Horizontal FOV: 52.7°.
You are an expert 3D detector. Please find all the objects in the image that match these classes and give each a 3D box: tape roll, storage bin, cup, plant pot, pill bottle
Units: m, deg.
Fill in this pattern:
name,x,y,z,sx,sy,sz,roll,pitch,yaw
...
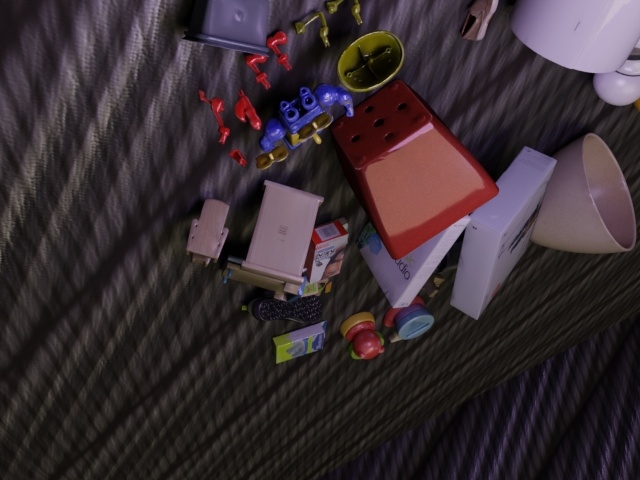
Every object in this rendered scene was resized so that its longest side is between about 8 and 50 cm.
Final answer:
name,x,y,z,sx,sy,sz,roll,pitch,yaw
tape roll,0.506,-0.457,1.229,0.246,0.246,0.169,-10,143,-24
storage bin,-0.149,-0.358,1.052,0.135,0.098,0.091,2,108,-35
cup,0.690,-0.101,1.794,0.237,0.331,0.331,-21,156,41
plant pot,0.170,-0.173,1.373,0.267,0.267,0.236,-34,133,9
pill bottle,0.351,0.026,1.847,0.219,0.123,0.123,-12,142,-21

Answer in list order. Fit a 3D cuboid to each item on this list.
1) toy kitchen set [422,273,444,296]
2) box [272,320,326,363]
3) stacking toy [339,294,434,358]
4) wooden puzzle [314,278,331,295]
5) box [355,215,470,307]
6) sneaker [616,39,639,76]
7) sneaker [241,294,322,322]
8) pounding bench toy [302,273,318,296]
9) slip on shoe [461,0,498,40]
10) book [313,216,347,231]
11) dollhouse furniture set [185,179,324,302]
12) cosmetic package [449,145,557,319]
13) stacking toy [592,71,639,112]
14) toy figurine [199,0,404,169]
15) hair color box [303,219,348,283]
name,x,y,z,sx,sy,sz,roll,pitch,yaw
toy kitchen set,0.355,0.155,2.055,0.083,0.075,0.068,13,130,-38
box,-0.060,0.316,2.008,0.178,0.042,0.109,-16,144,-16
stacking toy,0.229,0.332,2.149,0.309,0.130,0.279,-19,144,-12
wooden puzzle,-0.016,0.135,1.830,0.116,0.014,0.078,-8,141,-26
box,0.215,-0.021,1.596,0.058,0.232,0.322,-2,137,-33
sneaker,0.862,-0.546,1.422,0.447,0.169,0.257,-23,147,-4
sneaker,-0.104,0.179,1.781,0.234,0.084,0.097,7,176,-34
pounding bench toy,-0.045,0.100,1.732,0.052,0.065,0.083,-11,103,-22
slip on shoe,0.313,-0.455,1.274,0.041,0.051,0.135,-5,147,-12
book,0.000,0.000,1.657,0.144,0.035,0.096,-22,147,-13
dollhouse furniture set,-0.157,0.000,1.514,0.286,0.198,0.303,16,163,-9
cosmetic package,0.458,-0.010,1.651,0.284,0.097,0.377,-45,152,-26
stacking toy,0.902,-0.396,1.607,0.479,0.351,0.351,3,138,-10
toy figurine,-0.029,-0.276,1.236,0.362,0.191,0.217,-37,175,0
hair color box,0.009,0.031,1.627,0.093,0.053,0.167,-20,148,-21
